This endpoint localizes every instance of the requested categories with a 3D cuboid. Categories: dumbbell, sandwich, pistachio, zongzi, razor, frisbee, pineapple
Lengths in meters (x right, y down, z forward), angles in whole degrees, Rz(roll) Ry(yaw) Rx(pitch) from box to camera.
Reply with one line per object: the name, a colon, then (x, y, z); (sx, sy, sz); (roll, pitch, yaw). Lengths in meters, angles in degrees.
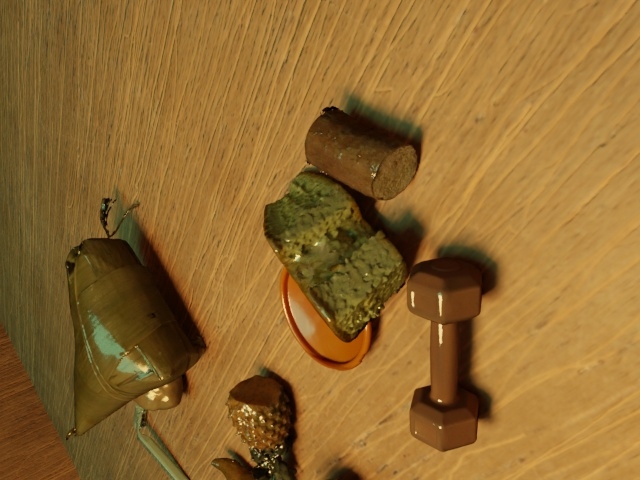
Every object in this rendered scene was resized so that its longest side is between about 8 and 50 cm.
dumbbell: (0.147, 0.134, 0.665); (0.092, 0.082, 0.231); (15, 117, 43)
sandwich: (0.000, 0.000, 0.727); (0.236, 0.122, 0.128); (50, 175, 23)
pistachio: (-0.411, 0.326, 1.359); (0.226, 0.136, 0.136); (29, 127, 43)
zongzi: (-0.507, 0.170, 1.241); (0.418, 0.181, 0.447); (-37, 77, 22)
razor: (-0.450, 0.591, 1.568); (0.278, 0.056, 0.111); (43, 133, 28)
frisbee: (0.010, 0.101, 0.841); (0.192, 0.035, 0.192); (21, 119, 42)
pineapple: (-0.099, 0.376, 1.033); (0.125, 0.125, 0.251); (15, 123, 44)

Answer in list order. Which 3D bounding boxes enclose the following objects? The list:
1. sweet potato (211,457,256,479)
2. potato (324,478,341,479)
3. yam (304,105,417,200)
sweet potato: (-0.129, 0.532, 1.173); (0.274, 0.067, 0.067); (24, 124, 34)
potato: (0.000, 0.513, 0.926); (0.159, 0.174, 0.251); (-144, 44, -60)
yam: (0.045, -0.103, 0.679); (0.127, 0.084, 0.084); (37, 131, 36)
